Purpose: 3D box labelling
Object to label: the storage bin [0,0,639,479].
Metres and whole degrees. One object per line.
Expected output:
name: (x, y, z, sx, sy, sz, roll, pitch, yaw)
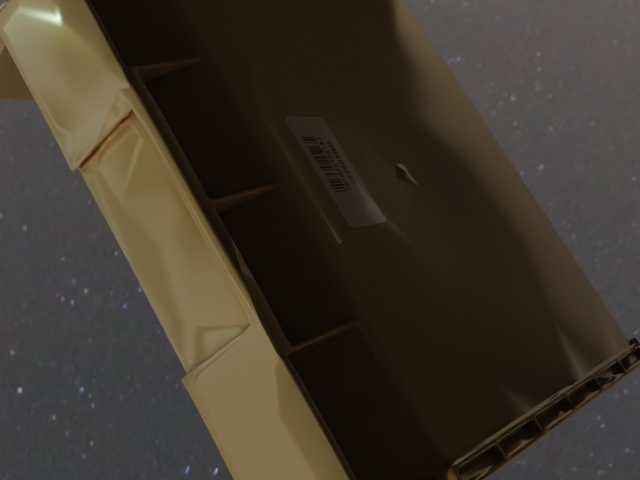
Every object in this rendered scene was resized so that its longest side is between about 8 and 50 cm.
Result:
storage bin: (0.000, 0.000, 0.462, 0.260, 0.123, 0.262, -11, -113, -55)
